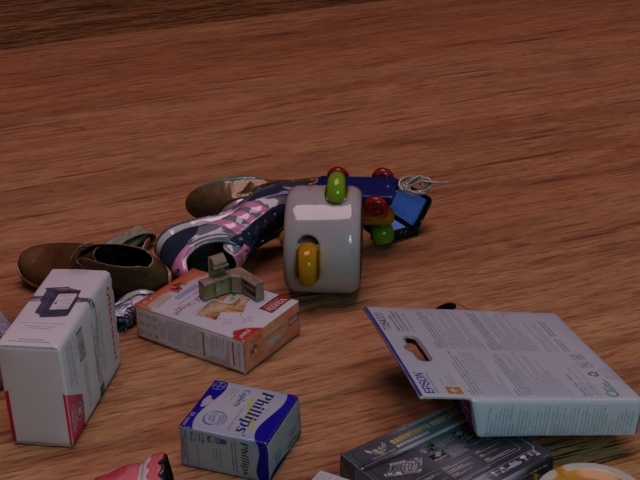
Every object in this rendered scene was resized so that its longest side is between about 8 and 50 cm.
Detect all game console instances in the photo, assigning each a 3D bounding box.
[{"bbox_3d":[0.142,-0.058,2.392,0.107,0.071,0.122,-16,29,-26],"label":"game console"}]

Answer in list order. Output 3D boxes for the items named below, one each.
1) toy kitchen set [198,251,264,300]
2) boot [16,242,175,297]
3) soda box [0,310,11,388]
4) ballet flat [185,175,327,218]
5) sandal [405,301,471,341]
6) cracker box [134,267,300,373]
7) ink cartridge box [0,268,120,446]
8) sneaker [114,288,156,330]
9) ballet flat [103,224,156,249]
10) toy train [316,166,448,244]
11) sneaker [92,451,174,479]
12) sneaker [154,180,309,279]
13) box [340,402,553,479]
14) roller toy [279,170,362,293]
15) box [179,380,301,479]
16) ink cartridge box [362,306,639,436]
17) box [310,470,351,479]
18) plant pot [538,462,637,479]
[{"bbox_3d":[-0.148,0.064,2.014,0.083,0.068,0.075,-19,30,-33],"label":"toy kitchen set"},{"bbox_3d":[-0.411,0.035,2.162,0.305,0.115,0.112,6,61,19],"label":"boot"},{"bbox_3d":[-0.578,0.141,2.005,0.091,0.098,0.286,-18,30,-27],"label":"soda box"},{"bbox_3d":[-0.089,-0.057,2.391,0.342,0.116,0.124,-2,45,-9],"label":"ballet flat"},{"bbox_3d":[0.204,0.130,2.019,0.219,0.060,0.090,7,28,17],"label":"sandal"},{"bbox_3d":[-0.171,0.129,2.038,0.232,0.067,0.155,16,31,30],"label":"cracker box"},{"bbox_3d":[-0.389,0.171,1.849,0.100,0.172,0.237,2,27,9],"label":"ink cartridge box"},{"bbox_3d":[-0.332,0.127,2.085,0.135,0.052,0.058,-18,40,-15],"label":"sneaker"},{"bbox_3d":[-0.366,0.015,2.298,0.052,0.057,0.168,20,32,19],"label":"ballet flat"},{"bbox_3d":[0.119,-0.052,2.291,0.248,0.143,0.105,2,41,13],"label":"toy train"},{"bbox_3d":[-0.256,0.382,1.518,0.136,0.116,0.314,-11,19,4],"label":"sneaker"},{"bbox_3d":[-0.137,-0.002,2.246,0.319,0.112,0.131,-25,40,-11],"label":"sneaker"},{"bbox_3d":[0.170,0.312,1.660,0.231,0.056,0.183,-19,30,-32],"label":"box"},{"bbox_3d":[0.000,0.000,2.153,0.146,0.191,0.209,1,68,4],"label":"roller toy"},{"bbox_3d":[-0.113,0.270,1.746,0.137,0.072,0.126,8,29,19],"label":"box"},{"bbox_3d":[0.253,0.189,1.802,0.330,0.072,0.324,2,19,-12],"label":"ink cartridge box"},{"bbox_3d":[0.013,0.361,1.520,0.087,0.102,0.101,12,29,29],"label":"box"},{"bbox_3d":[0.302,0.366,1.394,0.205,0.188,0.205,-2,26,1],"label":"plant pot"}]
